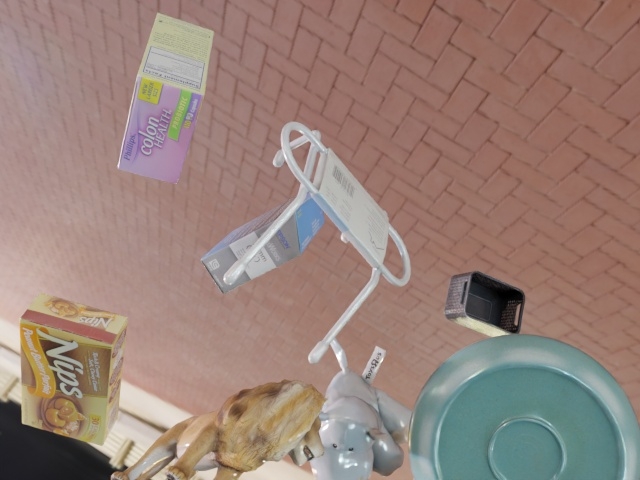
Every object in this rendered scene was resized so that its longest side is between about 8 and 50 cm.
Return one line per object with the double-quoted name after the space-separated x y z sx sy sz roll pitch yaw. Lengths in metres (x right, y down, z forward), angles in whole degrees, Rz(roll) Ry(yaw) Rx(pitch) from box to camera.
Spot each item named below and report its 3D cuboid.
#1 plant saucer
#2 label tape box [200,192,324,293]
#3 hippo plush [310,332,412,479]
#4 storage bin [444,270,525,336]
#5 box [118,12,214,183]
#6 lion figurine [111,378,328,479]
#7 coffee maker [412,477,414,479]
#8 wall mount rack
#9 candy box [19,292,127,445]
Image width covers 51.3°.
0.279 0.289 0.913 0.318 0.317 0.044 29 -175 8 "plant saucer"
-0.087 -0.023 1.577 0.334 0.240 0.106 -28 100 21 "label tape box"
0.086 0.370 1.304 0.234 0.294 0.236 16 -178 1 "hippo plush"
0.413 0.161 1.671 0.180 0.122 0.084 22 161 -22 "storage bin"
-0.295 -0.275 1.284 0.117 0.243 0.213 15 131 -16 "box"
-0.179 0.324 1.050 0.392 0.240 0.142 -16 109 41 "lion figurine"
0.219 0.568 1.349 0.171 0.120 0.178 33 122 -1 "coffee maker"
0.000 0.000 1.052 0.130 0.304 0.350 -23 125 32 "wall mount rack"
-0.505 0.270 1.359 0.183 0.087 0.316 16 124 -2 "candy box"
